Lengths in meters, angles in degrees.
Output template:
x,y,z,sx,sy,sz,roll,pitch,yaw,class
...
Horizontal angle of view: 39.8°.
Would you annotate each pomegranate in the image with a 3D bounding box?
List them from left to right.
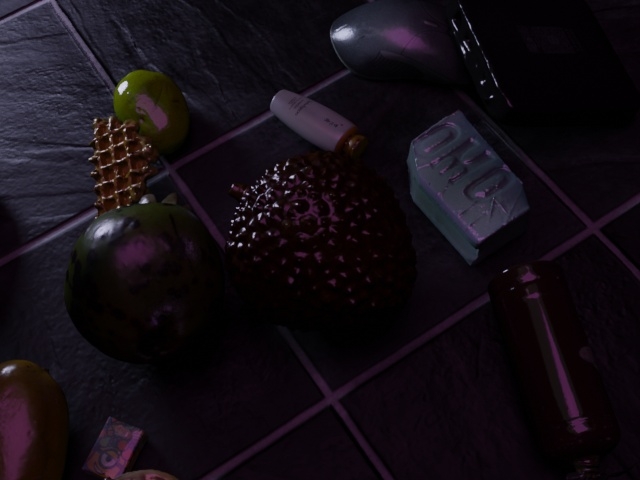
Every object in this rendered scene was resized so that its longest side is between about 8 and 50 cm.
x,y,z,sx,sy,sz,roll,pitch,yaw,class
-0.244,0.026,1.294,0.242,0.242,0.306,5,55,7,pomegranate

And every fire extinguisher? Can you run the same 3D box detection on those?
x,y,z,sx,sy,sz,roll,pitch,yaw,class
0.339,0.197,1.224,0.135,0.114,0.337,-3,59,-13,fire extinguisher

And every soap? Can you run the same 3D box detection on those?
x,y,z,sx,sy,sz,roll,pitch,yaw,class
0.228,-0.092,1.411,0.145,0.091,0.230,-32,64,-14,soap

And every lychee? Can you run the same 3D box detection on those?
x,y,z,sx,sy,sz,roll,pitch,yaw,class
0.000,0.000,1.271,0.304,0.276,0.275,34,67,5,lychee

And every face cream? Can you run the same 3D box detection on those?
x,y,z,sx,sy,sz,roll,pitch,yaw,class
-0.003,-0.197,1.509,0.182,0.051,0.072,34,64,20,face cream

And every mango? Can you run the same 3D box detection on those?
x,y,z,sx,sy,sz,roll,pitch,yaw,class
-0.428,0.288,1.225,0.156,0.114,0.251,-5,59,-7,mango
-0.286,-0.223,1.531,0.117,0.089,0.163,-36,76,-22,mango

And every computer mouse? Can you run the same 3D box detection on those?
x,y,z,sx,sy,sz,roll,pitch,yaw,class
0.202,-0.357,1.569,0.379,0.090,0.167,10,62,8,computer mouse

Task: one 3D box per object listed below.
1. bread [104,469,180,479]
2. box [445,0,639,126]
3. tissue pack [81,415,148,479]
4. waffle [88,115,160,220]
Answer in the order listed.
x,y,z,sx,sy,sz,roll,pitch,yaw,class
-0.223,0.400,1.116,0.197,0.170,0.197,-1,47,2,bread
0.376,-0.315,1.503,0.289,0.073,0.290,-4,58,-21,box
-0.289,0.300,1.254,0.063,0.035,0.083,19,61,15,tissue pack
-0.343,-0.110,1.460,0.161,0.046,0.192,19,84,28,waffle
